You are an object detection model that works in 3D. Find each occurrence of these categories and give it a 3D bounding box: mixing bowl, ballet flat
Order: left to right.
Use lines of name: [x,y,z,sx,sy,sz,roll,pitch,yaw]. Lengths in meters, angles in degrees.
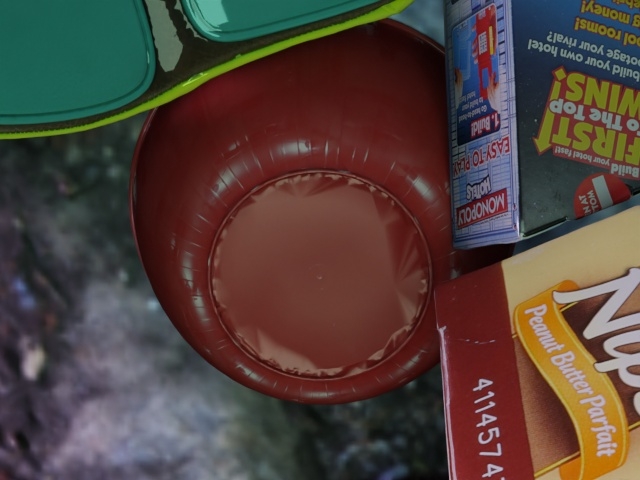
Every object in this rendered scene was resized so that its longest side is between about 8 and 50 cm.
ballet flat: [-0.066,-0.089,0.424,0.231,0.077,0.077,-17,102,-16]
mixing bowl: [0.000,0.000,0.469,0.181,0.098,0.181,1,109,2]

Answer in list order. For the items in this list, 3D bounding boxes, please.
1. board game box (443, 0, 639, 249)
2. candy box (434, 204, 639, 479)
board game box: [0.123,-0.080,0.421,0.194,0.060,0.194,14,83,-15]
candy box: [0.158,0.155,0.408,0.087,0.183,0.316,-23,133,24]
